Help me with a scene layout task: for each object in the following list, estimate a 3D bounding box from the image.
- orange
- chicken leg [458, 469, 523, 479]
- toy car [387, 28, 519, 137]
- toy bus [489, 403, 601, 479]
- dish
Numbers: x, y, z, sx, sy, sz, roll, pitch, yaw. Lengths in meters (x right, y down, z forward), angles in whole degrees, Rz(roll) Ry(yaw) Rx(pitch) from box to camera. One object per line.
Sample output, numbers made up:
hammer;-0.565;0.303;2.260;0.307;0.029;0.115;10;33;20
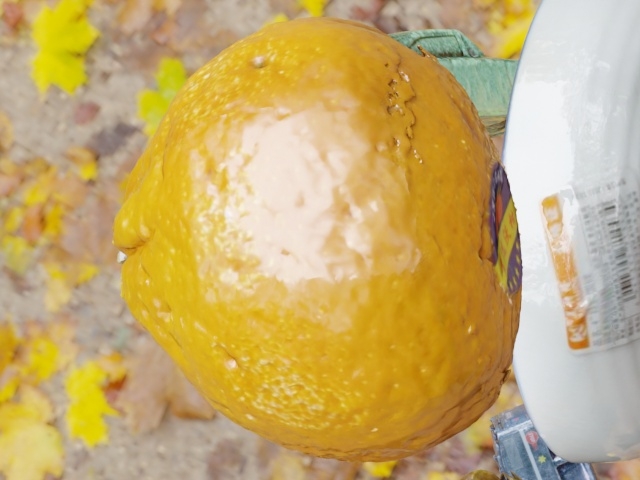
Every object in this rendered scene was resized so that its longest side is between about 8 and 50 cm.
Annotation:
orange;0.000;0.000;0.501;0.117;0.135;0.136;-1;71;21
chicken leg;0.134;0.192;0.883;0.085;0.101;0.207;-42;50;-4
toy car;0.064;-0.107;1.288;0.141;0.320;0.097;-18;84;39
toy bus;0.160;0.183;1.066;0.065;0.047;0.166;-23;99;3
dish;0.204;-0.013;0.877;0.133;0.273;0.273;3;73;27
